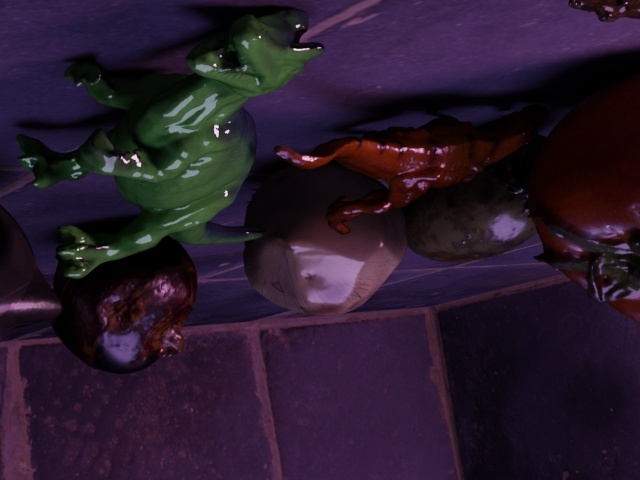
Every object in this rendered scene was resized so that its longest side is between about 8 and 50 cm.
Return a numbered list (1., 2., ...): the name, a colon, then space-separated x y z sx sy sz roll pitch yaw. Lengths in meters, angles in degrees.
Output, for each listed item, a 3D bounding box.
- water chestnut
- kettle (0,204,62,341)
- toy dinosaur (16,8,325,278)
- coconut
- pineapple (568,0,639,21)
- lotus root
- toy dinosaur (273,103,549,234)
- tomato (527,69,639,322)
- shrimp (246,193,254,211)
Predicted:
1. water chestnut: -0.293 0.069 1.737 0.223 0.238 0.224 -35 150 -24
2. kettle: -0.454 0.024 1.243 0.321 0.228 0.324 16 -178 14
3. toy dinosaur: -0.077 -0.099 1.169 0.374 0.144 0.500 -27 167 27
4. coconut: 0.000 0.000 1.531 0.224 0.224 0.224 -9 172 -1
5. pineapple: 0.148 -0.204 0.673 0.119 0.111 0.237 -44 153 17
6. lotus root: 0.197 -0.054 1.567 0.173 0.173 0.309 -5 173 -30
7. toy dinosaur: 0.070 -0.077 1.299 0.432 0.097 0.208 -18 177 -40
8. tomato: 0.410 -0.052 1.332 0.273 0.341 0.341 -54 -167 -25
9. shrimp: -0.077 -0.053 1.676 0.083 0.023 0.114 -12 175 33
